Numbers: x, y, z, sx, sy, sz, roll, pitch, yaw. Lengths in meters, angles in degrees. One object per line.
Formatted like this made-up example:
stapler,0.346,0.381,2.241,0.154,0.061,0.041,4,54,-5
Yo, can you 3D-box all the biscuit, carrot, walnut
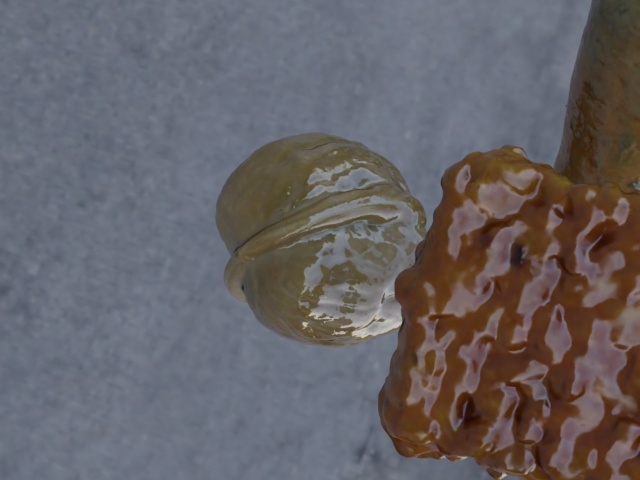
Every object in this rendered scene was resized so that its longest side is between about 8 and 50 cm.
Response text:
biscuit,0.220,0.089,1.277,0.110,0.312,0.318,0,106,-69
carrot,0.392,-0.180,1.581,0.224,0.224,0.341,-36,150,-46
walnut,0.000,0.000,1.840,0.285,0.285,0.296,8,56,-60
